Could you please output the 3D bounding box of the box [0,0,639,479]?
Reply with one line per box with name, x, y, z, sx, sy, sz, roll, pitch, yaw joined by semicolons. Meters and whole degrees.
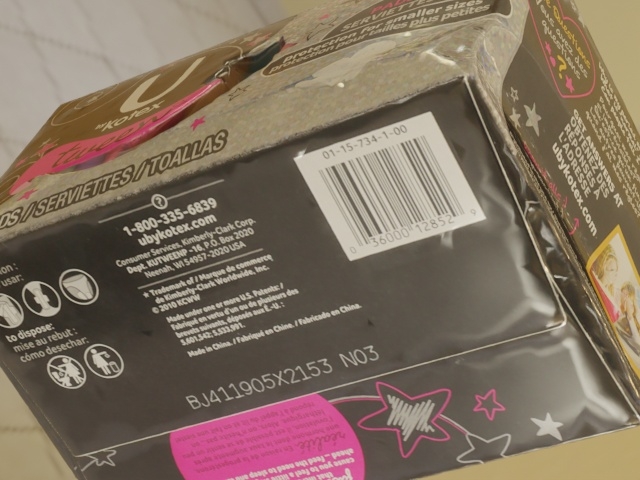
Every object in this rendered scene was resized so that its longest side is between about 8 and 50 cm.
box;0.000;0.000;0.723;0.163;0.247;0.142;60;29;-22
